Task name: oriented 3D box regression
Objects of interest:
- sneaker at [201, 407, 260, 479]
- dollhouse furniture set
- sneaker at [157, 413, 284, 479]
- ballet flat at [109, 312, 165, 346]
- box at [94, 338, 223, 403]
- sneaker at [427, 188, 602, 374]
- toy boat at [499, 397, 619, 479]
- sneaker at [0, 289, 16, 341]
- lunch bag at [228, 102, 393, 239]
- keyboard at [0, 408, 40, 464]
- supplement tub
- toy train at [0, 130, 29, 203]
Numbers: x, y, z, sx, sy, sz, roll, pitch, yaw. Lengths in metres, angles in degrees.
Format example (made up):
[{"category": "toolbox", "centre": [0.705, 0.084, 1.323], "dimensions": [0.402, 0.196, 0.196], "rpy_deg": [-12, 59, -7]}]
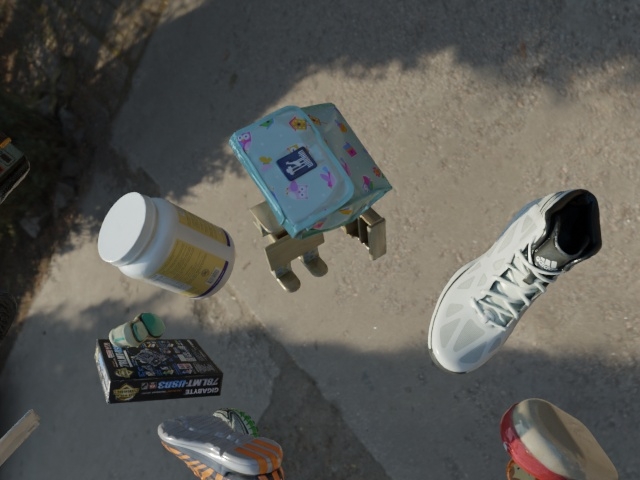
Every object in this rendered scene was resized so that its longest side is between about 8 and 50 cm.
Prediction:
[{"category": "sneaker", "centre": [-0.229, 0.563, 1.332], "dimensions": [0.134, 0.146, 0.343], "rpy_deg": [-59, 34, 20]}, {"category": "dollhouse furniture set", "centre": [0.000, 0.000, 1.151], "dimensions": [0.242, 0.212, 0.161], "rpy_deg": [-29, 50, -16]}, {"category": "sneaker", "centre": [-0.196, 0.440, 0.972], "dimensions": [0.321, 0.125, 0.180], "rpy_deg": [3, 95, 45]}, {"category": "ballet flat", "centre": [-0.491, 0.244, 1.410], "dimensions": [0.086, 0.248, 0.086], "rpy_deg": [0, 85, 1]}, {"category": "box", "centre": [-0.458, 0.353, 1.475], "dimensions": [0.295, 0.293, 0.073], "rpy_deg": [20, 104, 59]}, {"category": "sneaker", "centre": [0.369, 0.069, 1.025], "dimensions": [0.169, 0.257, 0.447], "rpy_deg": [37, 86, 12]}, {"category": "toy boat", "centre": [0.385, 0.377, 0.908], "dimensions": [0.151, 0.231, 0.151], "rpy_deg": [-46, 32, 19]}, {"category": "sneaker", "centre": [-0.468, 0.141, 0.643], "dimensions": [0.082, 0.069, 0.209], "rpy_deg": [22, 69, 26]}, {"category": "lunch bag", "centre": [-0.022, -0.127, 0.983], "dimensions": [0.160, 0.262, 0.223], "rpy_deg": [-40, 79, 37]}, {"category": "keyboard", "centre": [-0.555, 0.382, 0.838], "dimensions": [0.014, 0.256, 0.072], "rpy_deg": [32, 147, 10]}, {"category": "supplement tub", "centre": [-0.439, 0.019, 1.535], "dimensions": [0.241, 0.331, 0.241], "rpy_deg": [-17, 60, 32]}, {"category": "toy train", "centre": [-0.660, -0.088, 0.885], "dimensions": [0.142, 0.190, 0.334], "rpy_deg": [-26, 31, 45]}]
